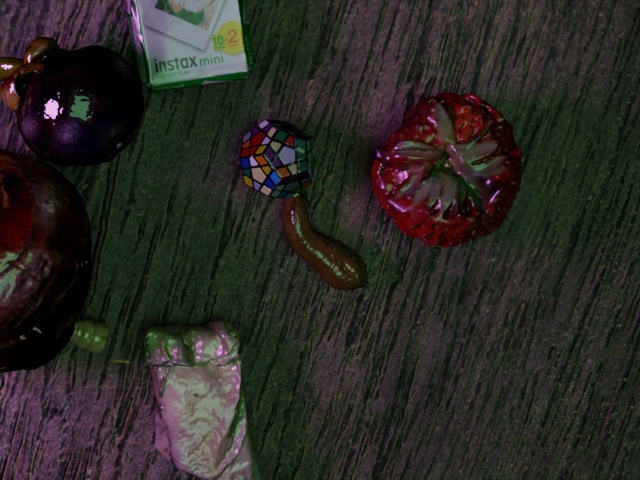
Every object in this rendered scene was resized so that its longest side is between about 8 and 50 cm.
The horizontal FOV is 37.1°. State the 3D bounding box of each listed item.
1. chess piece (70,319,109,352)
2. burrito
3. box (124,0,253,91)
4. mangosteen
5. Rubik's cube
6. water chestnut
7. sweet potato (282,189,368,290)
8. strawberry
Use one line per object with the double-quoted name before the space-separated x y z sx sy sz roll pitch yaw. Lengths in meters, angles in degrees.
"chess piece" -0.402 0.142 1.516 0.122 0.066 0.066 23 93 -29
"burrito" -0.198 0.294 1.602 0.175 0.107 0.347 -11 104 -1
"box" -0.208 -0.357 1.450 0.180 0.103 0.250 -13 106 -16
"mangosteen" -0.371 -0.212 1.386 0.230 0.194 0.194 38 87 -5
"Rubik's cube" -0.068 -0.131 1.540 0.133 0.133 0.111 18 108 -22
"water chestnut" -0.488 0.013 1.316 0.335 0.335 0.347 -45 145 -6
"sweet potato" -0.005 0.003 1.629 0.081 0.062 0.233 -47 110 -21
"strawberry" 0.217 -0.107 1.617 0.261 0.257 0.261 0 80 0
